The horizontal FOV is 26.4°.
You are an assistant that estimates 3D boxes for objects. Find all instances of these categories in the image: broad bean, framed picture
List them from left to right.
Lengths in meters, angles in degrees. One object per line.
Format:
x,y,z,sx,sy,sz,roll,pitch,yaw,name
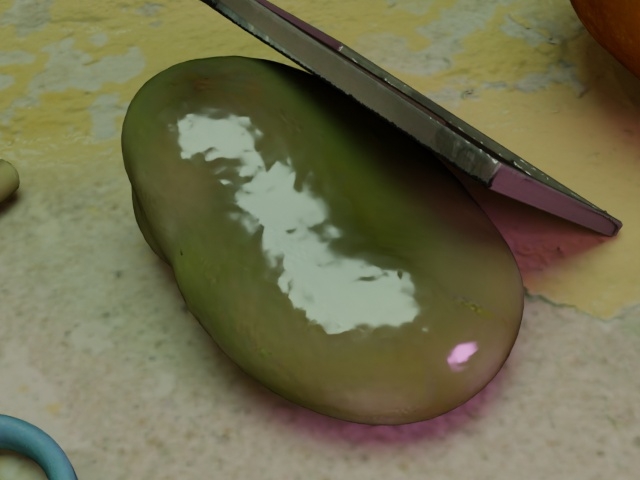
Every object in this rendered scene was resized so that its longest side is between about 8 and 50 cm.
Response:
0.000,0.000,0.793,0.189,0.121,0.263,-33,68,-31,broad bean
0.051,-0.087,0.830,0.260,0.189,0.023,36,101,31,framed picture

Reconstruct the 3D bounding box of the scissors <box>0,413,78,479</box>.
-0.280,0.247,0.622,0.192,0.029,0.447,15,49,18,scissors

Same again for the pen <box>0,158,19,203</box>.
-0.289,0.012,0.843,0.233,0.032,0.040,-33,30,-24,pen

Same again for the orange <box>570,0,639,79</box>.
0.288,-0.200,0.865,0.283,0.226,0.284,-2,51,2,orange
